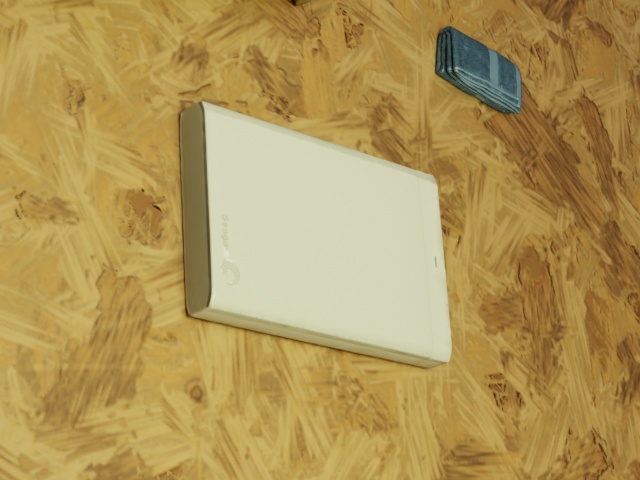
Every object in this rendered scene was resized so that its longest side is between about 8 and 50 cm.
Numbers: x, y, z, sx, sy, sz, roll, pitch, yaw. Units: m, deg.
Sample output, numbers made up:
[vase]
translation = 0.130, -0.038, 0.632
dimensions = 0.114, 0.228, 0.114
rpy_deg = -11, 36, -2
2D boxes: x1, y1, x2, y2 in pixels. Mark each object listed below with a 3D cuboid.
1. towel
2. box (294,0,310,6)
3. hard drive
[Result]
[towel]
translation = 0.179, -0.189, 1.957
dimensions = 0.119, 0.029, 0.067
rpy_deg = 24, 56, -35
[box]
translation = -0.031, -0.333, 1.710
dimensions = 0.021, 0.201, 0.164
rpy_deg = -16, 82, -8
[hard drive]
translation = 0.000, 0.000, 1.687
dimensions = 0.307, 0.040, 0.203
rpy_deg = 15, 62, -41
